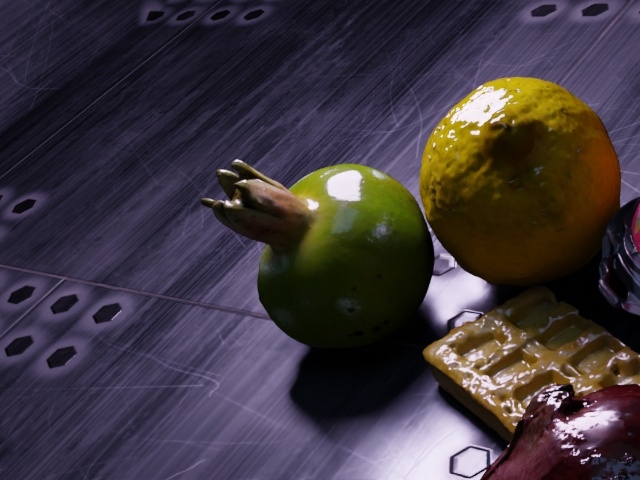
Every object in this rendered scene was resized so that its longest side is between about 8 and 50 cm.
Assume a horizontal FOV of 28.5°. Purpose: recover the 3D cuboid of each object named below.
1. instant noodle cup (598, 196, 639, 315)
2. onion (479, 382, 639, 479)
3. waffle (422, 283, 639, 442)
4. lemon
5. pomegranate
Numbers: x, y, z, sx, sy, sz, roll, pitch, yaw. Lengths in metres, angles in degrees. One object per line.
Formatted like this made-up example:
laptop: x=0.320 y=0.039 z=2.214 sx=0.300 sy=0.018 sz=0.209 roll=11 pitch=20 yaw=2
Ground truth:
instant noodle cup: x=0.449 y=-0.036 z=1.341 sx=0.302 sy=0.182 sz=0.258 roll=-21 pitch=47 yaw=-28
onion: x=0.243 y=0.240 z=1.043 sx=0.276 sy=0.276 sz=0.276 roll=-16 pitch=31 yaw=10
waffle: x=0.247 y=0.152 z=1.379 sx=0.168 sy=0.057 sz=0.274 roll=-30 pitch=32 yaw=-13
lemon: x=0.239 y=-0.070 z=1.511 sx=0.245 sy=0.320 sz=0.245 roll=-4 pitch=73 yaw=14
pomegranate: x=0.000 y=0.000 z=1.545 sx=0.236 sy=0.302 sz=0.236 roll=-29 pitch=42 yaw=30
